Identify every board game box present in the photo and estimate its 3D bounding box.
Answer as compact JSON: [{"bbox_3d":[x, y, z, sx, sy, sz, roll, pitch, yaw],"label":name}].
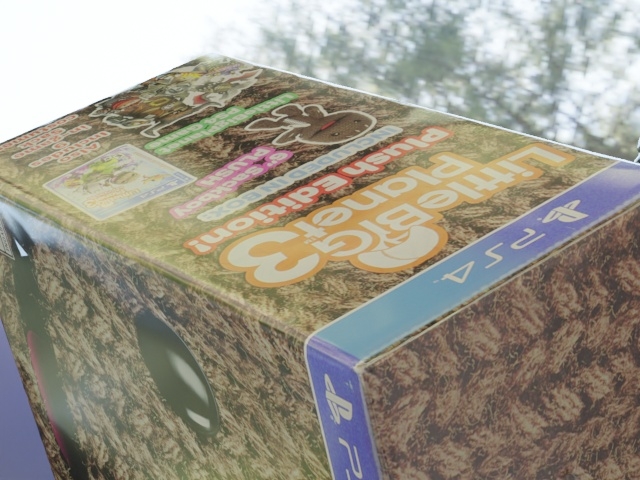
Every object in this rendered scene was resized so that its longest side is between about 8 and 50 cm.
[{"bbox_3d":[0.003,0.073,0.598,0.141,0.291,0.232,-28,-62,-28],"label":"board game box"}]

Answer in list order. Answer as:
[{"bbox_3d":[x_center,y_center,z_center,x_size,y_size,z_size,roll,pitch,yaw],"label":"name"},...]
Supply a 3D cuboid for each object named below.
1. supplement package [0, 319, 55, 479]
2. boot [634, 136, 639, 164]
[{"bbox_3d":[-0.159,0.177,0.872,0.199,0.198,0.263,1,-104,-28],"label":"supplement package"},{"bbox_3d":[0.529,0.024,1.420,0.445,0.146,0.367,-6,-82,-18],"label":"boot"}]
